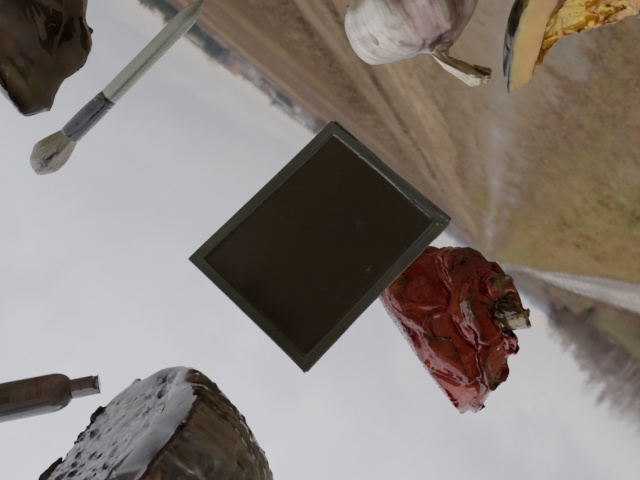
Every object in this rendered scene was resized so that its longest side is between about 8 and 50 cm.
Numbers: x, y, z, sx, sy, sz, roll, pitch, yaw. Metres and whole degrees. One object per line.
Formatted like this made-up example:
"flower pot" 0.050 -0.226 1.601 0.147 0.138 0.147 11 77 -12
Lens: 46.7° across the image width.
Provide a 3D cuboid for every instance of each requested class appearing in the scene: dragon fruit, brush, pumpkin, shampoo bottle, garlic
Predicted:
"dragon fruit" 0.237 0.127 1.210 0.317 0.205 0.152 54 -176 -2
"brush" -0.245 -0.180 0.885 0.039 0.299 0.042 56 -164 21
"pumpkin" 0.353 -0.365 1.041 0.169 0.312 0.148 35 -142 -36
"shampoo bottle" -0.422 0.235 1.134 0.165 0.040 0.080 -9 -152 -13
"garlic" 0.184 -0.349 1.218 0.253 0.245 0.245 49 -173 -2
"dragon fruit" -0.127 0.261 0.585 0.221 0.204 0.283 57 -135 -17

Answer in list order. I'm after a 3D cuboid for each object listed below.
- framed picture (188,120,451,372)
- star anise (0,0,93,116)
"framed picture" 0.000 0.000 0.874 0.197 0.252 0.014 42 166 14
"star anise" -0.183 -0.206 0.362 0.331 0.332 0.117 39 -169 8
